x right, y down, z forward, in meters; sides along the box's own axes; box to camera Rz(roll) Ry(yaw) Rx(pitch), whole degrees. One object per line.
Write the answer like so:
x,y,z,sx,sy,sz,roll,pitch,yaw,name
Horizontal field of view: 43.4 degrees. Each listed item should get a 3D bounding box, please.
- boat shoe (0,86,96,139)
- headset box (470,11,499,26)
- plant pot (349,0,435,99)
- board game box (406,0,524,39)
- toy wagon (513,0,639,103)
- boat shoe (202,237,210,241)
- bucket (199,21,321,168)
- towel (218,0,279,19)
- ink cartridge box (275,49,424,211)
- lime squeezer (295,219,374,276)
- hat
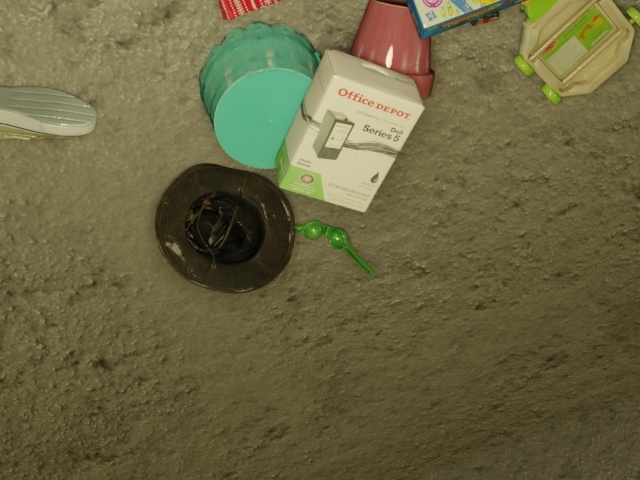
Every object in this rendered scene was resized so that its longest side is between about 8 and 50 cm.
-0.617,-0.256,1.660,0.302,0.109,0.094,8,142,-11,boat shoe
0.354,-0.509,1.748,0.062,0.032,0.083,-17,132,-1,headset box
0.152,-0.406,1.686,0.201,0.201,0.180,2,113,-18,plant pot
0.280,-0.580,1.512,0.302,0.086,0.308,-21,89,2,board game box
0.561,-0.474,1.814,0.344,0.068,0.267,33,114,-34,toy wagon
-0.275,0.021,1.990,0.226,0.075,0.083,12,125,-24,boat shoe
-0.114,-0.297,1.696,0.281,0.183,0.281,-7,132,-8,bucket
-0.082,-0.554,1.548,0.275,0.031,0.198,-25,132,-14,towel
0.052,-0.213,1.603,0.198,0.114,0.272,15,125,-19,ink cartridge box
0.000,0.000,2.041,0.310,0.110,0.059,23,144,5,lime squeezer
-0.233,-0.016,1.900,0.331,0.331,0.134,5,165,-19,hat
